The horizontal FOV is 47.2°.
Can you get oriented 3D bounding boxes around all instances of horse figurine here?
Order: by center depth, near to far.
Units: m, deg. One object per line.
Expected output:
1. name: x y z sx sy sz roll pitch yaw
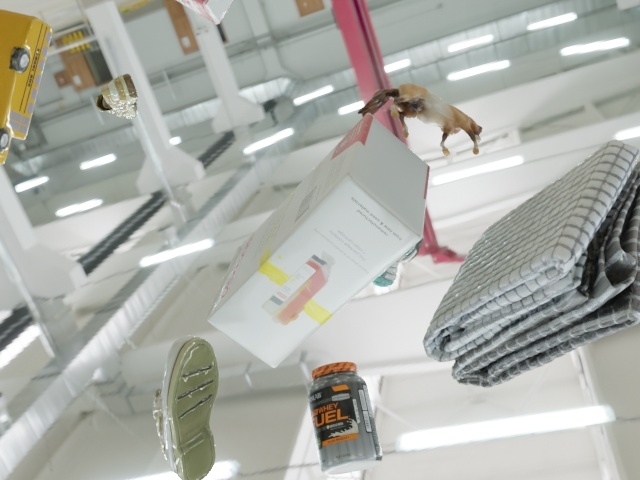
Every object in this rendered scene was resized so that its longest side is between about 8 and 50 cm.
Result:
1. horse figurine: 0.207 -0.239 1.412 0.264 0.066 0.174 21 -142 -7

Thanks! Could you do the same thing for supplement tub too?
1. supplement tub: 0.041 0.331 1.368 0.117 0.190 0.117 -10 155 -5

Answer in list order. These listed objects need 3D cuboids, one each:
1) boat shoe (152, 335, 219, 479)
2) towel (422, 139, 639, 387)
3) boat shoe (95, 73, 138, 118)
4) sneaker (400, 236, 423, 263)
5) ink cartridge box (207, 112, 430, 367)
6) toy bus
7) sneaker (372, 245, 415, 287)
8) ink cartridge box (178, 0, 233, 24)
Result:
1. boat shoe: -0.258 0.302 1.339 0.103 0.302 0.113 23 -152 38
2. towel: 0.269 0.036 0.874 0.235 0.121 0.283 -50 -177 -39
3. boat shoe: -0.385 -0.264 1.365 0.072 0.068 0.190 -22 179 -15
4. sneaker: 0.194 0.012 2.142 0.229 0.132 0.086 -32 -144 62
5. ink cartridge box: 0.000 0.000 1.289 0.385 0.160 0.279 -44 -165 29
6. toy bus: -0.699 -0.335 1.615 0.108 0.332 0.130 14 180 5
7. sneaker: 0.148 0.016 1.547 0.065 0.166 0.076 18 -151 -20
8. ink cartridge box: -0.235 -0.508 1.160 0.197 0.273 0.114 -58 176 3
